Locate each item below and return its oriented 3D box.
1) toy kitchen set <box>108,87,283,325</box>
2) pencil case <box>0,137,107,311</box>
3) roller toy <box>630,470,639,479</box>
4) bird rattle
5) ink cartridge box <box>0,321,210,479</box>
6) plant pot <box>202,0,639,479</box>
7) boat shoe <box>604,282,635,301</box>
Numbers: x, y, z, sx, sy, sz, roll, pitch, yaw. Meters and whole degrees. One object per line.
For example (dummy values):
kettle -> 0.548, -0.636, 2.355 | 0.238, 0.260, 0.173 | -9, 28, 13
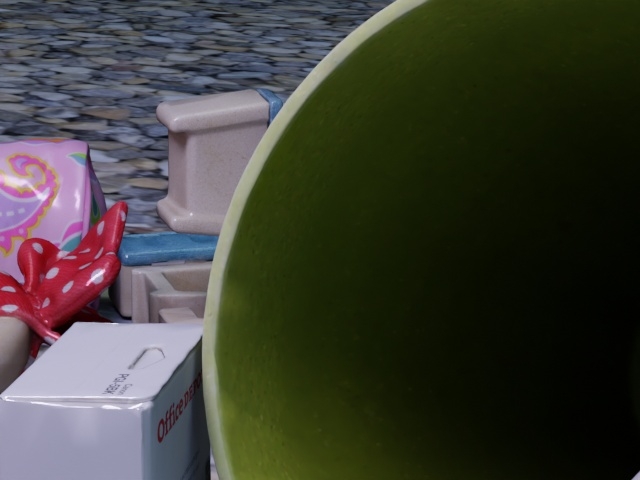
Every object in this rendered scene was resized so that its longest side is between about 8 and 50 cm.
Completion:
toy kitchen set -> -0.052, -0.021, 1.142 | 0.122, 0.166, 0.207 | -3, 15, -16
pencil case -> -0.276, -0.005, 1.182 | 0.284, 0.124, 0.124 | -1, 14, -4
roller toy -> 0.147, 0.129, 0.435 | 0.209, 0.191, 0.146 | -36, -31, 19
bird rattle -> -0.223, 0.053, 1.028 | 0.253, 0.143, 0.207 | 19, 30, 15
ink cartridge box -> -0.076, 0.106, 0.688 | 0.056, 0.135, 0.099 | 2, 13, 9
plant pot -> 0.144, 0.048, 0.752 | 0.274, 0.275, 0.293 | 8, -1, 27
boat shoe -> 0.089, 0.005, 0.921 | 0.340, 0.127, 0.113 | -40, 39, -14
